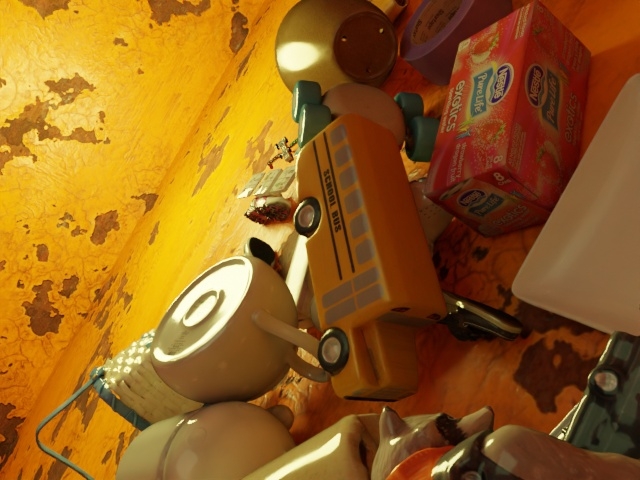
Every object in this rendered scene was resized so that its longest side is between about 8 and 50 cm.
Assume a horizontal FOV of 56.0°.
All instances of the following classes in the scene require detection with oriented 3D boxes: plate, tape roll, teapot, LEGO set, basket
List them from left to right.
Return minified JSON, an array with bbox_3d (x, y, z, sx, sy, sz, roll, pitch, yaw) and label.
[{"bbox_3d":[-0.342,0.338,1.143,0.289,0.254,0.201,-47,23,-19],"label":"basket"},{"bbox_3d":[-0.120,0.159,0.937,0.253,0.187,0.256,-38,26,9],"label":"teapot"},{"bbox_3d":[-0.070,-0.184,1.403,0.183,0.060,0.244,-5,47,49],"label":"LEGO set"},{"bbox_3d":[0.230,-0.370,1.043,0.189,0.080,0.189,-41,31,32],"label":"tape roll"},{"bbox_3d":[0.336,-0.027,0.533,0.277,0.045,0.277,-60,27,-2],"label":"plate"}]

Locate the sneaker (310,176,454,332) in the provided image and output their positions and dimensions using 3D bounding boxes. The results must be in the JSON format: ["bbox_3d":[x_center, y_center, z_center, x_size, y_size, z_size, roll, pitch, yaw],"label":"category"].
[{"bbox_3d":[0.107,0.047,0.829,0.297,0.111,0.129,-58,37,20],"label":"sneaker"}]

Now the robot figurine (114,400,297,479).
[{"bbox_3d":[-0.161,0.342,0.859,0.353,0.199,0.300,-30,8,47],"label":"robot figurine"}]

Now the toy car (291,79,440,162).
[{"bbox_3d":[0.056,-0.128,1.028,0.210,0.219,0.237,-103,21,-55],"label":"toy car"}]

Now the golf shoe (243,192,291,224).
[{"bbox_3d":[-0.116,-0.088,1.380,0.186,0.068,0.085,-2,60,60],"label":"golf shoe"}]

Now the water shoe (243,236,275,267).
[{"bbox_3d":[-0.140,0.069,1.254,0.080,0.073,0.203,-51,26,23],"label":"water shoe"}]

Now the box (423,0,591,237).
[{"bbox_3d":[0.236,-0.148,0.749,0.128,0.123,0.256,-18,48,53],"label":"box"}]

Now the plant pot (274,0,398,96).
[{"bbox_3d":[0.048,-0.360,1.144,0.237,0.237,0.254,-57,19,7],"label":"plant pot"}]

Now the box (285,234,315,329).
[{"bbox_3d":[0.000,0.000,1.085,0.067,0.063,0.323,-25,42,47],"label":"box"}]

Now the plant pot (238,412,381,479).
[{"bbox_3d":[-0.013,0.327,0.529,0.305,0.334,0.333,-41,29,11],"label":"plant pot"}]

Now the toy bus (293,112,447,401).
[{"bbox_3d":[0.058,0.019,0.735,0.130,0.108,0.332,-33,55,35],"label":"toy bus"}]

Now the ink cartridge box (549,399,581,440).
[{"bbox_3d":[0.236,0.241,0.348,0.207,0.117,0.283,-53,27,13],"label":"ink cartridge box"}]

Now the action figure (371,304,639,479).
[{"bbox_3d":[0.153,0.137,0.279,0.330,0.179,0.341,8,71,52],"label":"action figure"}]

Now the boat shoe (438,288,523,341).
[{"bbox_3d":[0.173,0.094,0.699,0.152,0.056,0.049,23,94,68],"label":"boat shoe"}]

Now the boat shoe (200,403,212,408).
[{"bbox_3d":[-0.163,0.294,1.061,0.183,0.066,0.066,-48,27,2],"label":"boat shoe"}]

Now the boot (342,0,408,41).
[{"bbox_3d":[0.096,-0.452,1.341,0.211,0.104,0.295,-33,32,44],"label":"boot"}]
